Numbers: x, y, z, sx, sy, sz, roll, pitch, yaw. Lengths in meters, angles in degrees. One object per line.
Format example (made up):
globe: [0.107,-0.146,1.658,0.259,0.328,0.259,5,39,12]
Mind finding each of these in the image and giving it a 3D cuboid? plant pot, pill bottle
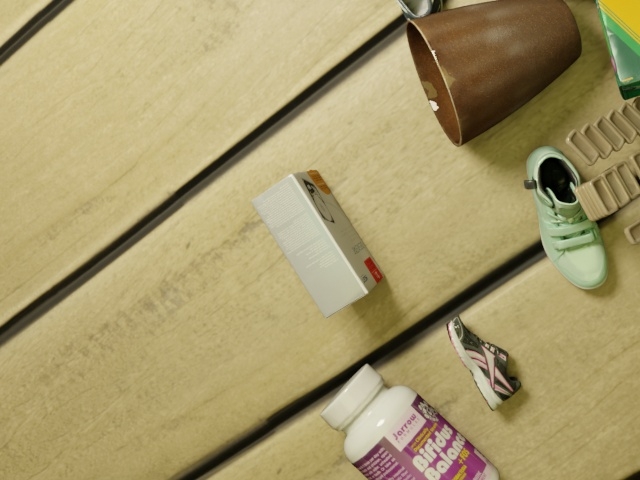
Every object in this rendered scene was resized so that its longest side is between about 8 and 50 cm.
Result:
plant pot: [0.284,-0.292,1.327,0.231,0.215,0.215,-23,92,1]
pill bottle: [0.149,0.361,1.452,0.301,0.169,0.169,42,105,4]

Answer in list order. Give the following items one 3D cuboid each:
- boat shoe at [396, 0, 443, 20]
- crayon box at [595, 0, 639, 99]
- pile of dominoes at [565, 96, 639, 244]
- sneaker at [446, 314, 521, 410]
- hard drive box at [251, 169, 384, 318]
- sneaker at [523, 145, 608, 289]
boat shoe: [0.129,-0.478,1.387,0.095,0.079,0.254,-17,93,16]
crayon box: [0.570,-0.335,1.247,0.279,0.081,0.165,-15,76,21]
pile of dominoes: [0.494,-0.116,1.306,0.196,0.251,0.040,61,151,2]
sneaker: [0.285,0.202,1.458,0.077,0.072,0.178,-31,97,4]
hard drive box: [0.000,0.000,1.434,0.089,0.181,0.232,-32,90,15]
sneaker: [0.396,-0.027,1.347,0.094,0.151,0.255,-22,93,14]
